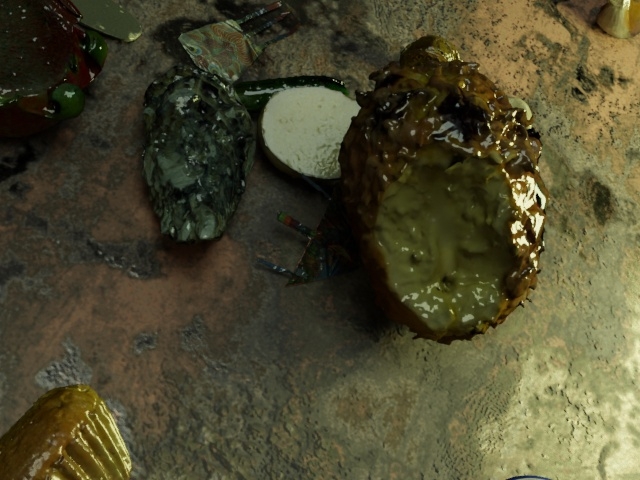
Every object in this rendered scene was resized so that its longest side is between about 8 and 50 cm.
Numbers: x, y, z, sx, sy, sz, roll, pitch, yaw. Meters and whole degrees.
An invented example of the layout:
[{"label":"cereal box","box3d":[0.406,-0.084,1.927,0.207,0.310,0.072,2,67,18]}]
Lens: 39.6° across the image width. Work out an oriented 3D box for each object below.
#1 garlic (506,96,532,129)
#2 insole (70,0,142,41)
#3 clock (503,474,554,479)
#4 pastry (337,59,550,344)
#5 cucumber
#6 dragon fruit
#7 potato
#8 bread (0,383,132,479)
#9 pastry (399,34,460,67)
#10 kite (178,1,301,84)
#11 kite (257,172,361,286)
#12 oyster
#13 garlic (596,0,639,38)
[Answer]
[{"label":"garlic","box3d":[0.352,-0.235,1.628,0.083,0.041,0.053,23,67,4]},{"label":"insole","box3d":[-0.405,-0.399,1.462,0.247,0.011,0.081,34,52,3]},{"label":"clock","box3d":[0.278,0.431,1.168,0.230,0.083,0.231,10,59,-17]},{"label":"pastry","box3d":[0.182,-0.070,1.287,0.292,0.405,0.337,-14,26,11]},{"label":"cucumber","box3d":[-0.061,-0.238,1.461,0.227,0.069,0.069,-6,62,-19]},{"label":"dragon fruit","box3d":[-0.451,-0.263,1.288,0.268,0.130,0.295,-32,75,-33]},{"label":"potato","box3d":[-0.005,-0.164,1.424,0.200,0.081,0.164,10,73,-12]},{"label":"bread","box3d":[-0.304,0.270,0.960,0.139,0.240,0.240,39,54,-7]},{"label":"pastry","box3d":[0.194,-0.315,1.580,0.109,0.097,0.057,26,55,-3]},{"label":"kite","box3d":[-0.127,-0.346,1.534,0.229,0.016,0.127,-34,79,-30]},{"label":"kite","box3d":[0.000,0.000,1.346,0.160,0.010,0.183,33,69,-17]},{"label":"oyster","box3d":[-0.178,-0.116,1.302,0.162,0.158,0.351,-18,48,9]},{"label":"garlic","box3d":[0.649,-0.494,1.839,0.198,0.129,0.090,-33,60,-30]}]
